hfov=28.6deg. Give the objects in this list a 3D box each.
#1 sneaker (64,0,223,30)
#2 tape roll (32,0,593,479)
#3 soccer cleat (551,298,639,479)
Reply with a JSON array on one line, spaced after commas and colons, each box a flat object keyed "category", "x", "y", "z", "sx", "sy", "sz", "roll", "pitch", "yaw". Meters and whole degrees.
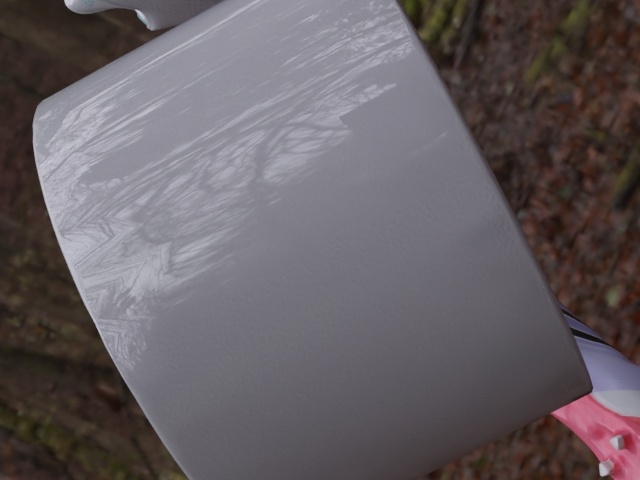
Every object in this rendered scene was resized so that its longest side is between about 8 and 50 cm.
[{"category": "sneaker", "x": -0.073, "y": -0.166, "z": 0.782, "sx": 0.094, "sy": 0.080, "sz": 0.212, "roll": -42, "pitch": -20, "yaw": 30}, {"category": "tape roll", "x": 0.000, "y": 0.000, "z": 0.601, "sx": 0.169, "sy": 0.246, "sz": 0.246, "roll": -28, "pitch": 9, "yaw": 6}, {"category": "soccer cleat", "x": 0.225, "y": 0.113, "z": 1.018, "sx": 0.248, "sy": 0.095, "sz": 0.083, "roll": 51, "pitch": 141, "yaw": 36}]
